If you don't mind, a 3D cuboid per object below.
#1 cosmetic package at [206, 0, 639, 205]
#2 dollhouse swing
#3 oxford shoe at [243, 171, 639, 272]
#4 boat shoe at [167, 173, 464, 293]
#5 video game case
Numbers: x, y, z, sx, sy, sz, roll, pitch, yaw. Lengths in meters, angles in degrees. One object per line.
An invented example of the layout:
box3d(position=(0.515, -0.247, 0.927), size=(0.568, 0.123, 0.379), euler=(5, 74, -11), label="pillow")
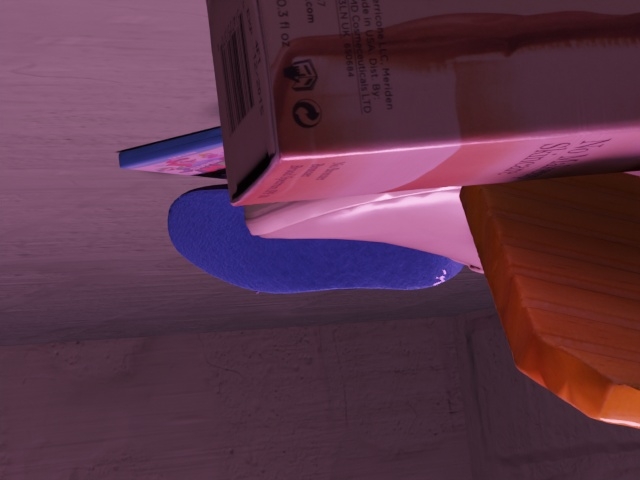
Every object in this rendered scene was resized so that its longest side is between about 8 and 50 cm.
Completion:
box3d(position=(0.099, -0.101, 0.984), size=(0.296, 0.129, 0.153), euler=(-6, 172, -12), label="cosmetic package")
box3d(position=(0.302, -0.039, 1.085), size=(0.305, 0.315, 0.347), euler=(27, -157, -18), label="dollhouse swing")
box3d(position=(0.168, -0.022, 1.382), size=(0.449, 0.130, 0.169), euler=(-6, -174, -12), label="oxford shoe")
box3d(position=(0.000, 0.000, 1.580), size=(0.258, 0.109, 0.089), euler=(12, -159, 10), label="boat shoe")
box3d(position=(-0.070, -0.071, 1.531), size=(0.119, 0.015, 0.166), euler=(-11, 172, 32), label="video game case")
